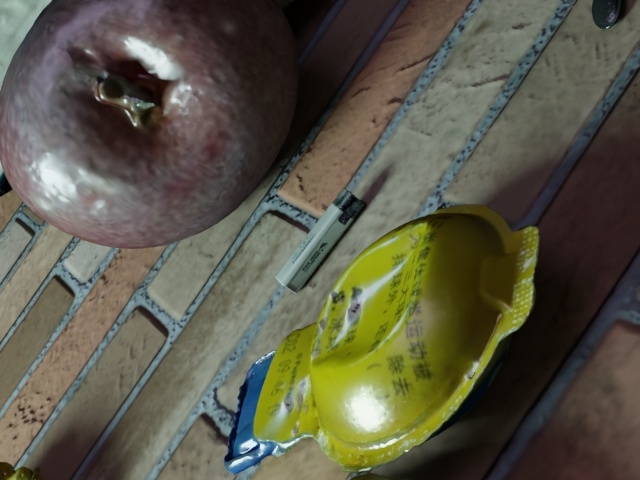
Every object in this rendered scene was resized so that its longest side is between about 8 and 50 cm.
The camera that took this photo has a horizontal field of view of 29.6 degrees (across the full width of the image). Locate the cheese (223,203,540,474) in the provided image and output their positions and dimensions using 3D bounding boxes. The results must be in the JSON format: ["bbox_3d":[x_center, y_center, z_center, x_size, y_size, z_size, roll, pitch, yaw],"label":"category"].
[{"bbox_3d":[0.028,0.065,0.728,0.270,0.069,0.177,-31,35,41],"label":"cheese"}]

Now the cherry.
[{"bbox_3d":[-0.142,-0.119,1.005,0.261,0.221,0.307,-45,20,4],"label":"cherry"}]

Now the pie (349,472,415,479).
[{"bbox_3d":[-0.014,0.251,0.595,0.306,0.071,0.306,-30,39,28],"label":"pie"}]

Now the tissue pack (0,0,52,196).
[{"bbox_3d":[-0.372,-0.204,1.271,0.264,0.253,0.416,-61,12,-3],"label":"tissue pack"}]

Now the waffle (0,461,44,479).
[{"bbox_3d":[-0.270,0.267,0.934,0.197,0.070,0.193,-12,49,45],"label":"waffle"}]

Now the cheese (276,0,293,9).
[{"bbox_3d":[-0.073,-0.288,1.131,0.198,0.154,0.189,-48,26,-26],"label":"cheese"}]

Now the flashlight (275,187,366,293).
[{"bbox_3d":[0.000,0.000,0.879,0.083,0.018,0.018,-52,31,3],"label":"flashlight"}]

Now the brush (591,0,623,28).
[{"bbox_3d":[0.188,-0.169,0.802,0.024,0.008,0.083,-33,37,37],"label":"brush"}]
